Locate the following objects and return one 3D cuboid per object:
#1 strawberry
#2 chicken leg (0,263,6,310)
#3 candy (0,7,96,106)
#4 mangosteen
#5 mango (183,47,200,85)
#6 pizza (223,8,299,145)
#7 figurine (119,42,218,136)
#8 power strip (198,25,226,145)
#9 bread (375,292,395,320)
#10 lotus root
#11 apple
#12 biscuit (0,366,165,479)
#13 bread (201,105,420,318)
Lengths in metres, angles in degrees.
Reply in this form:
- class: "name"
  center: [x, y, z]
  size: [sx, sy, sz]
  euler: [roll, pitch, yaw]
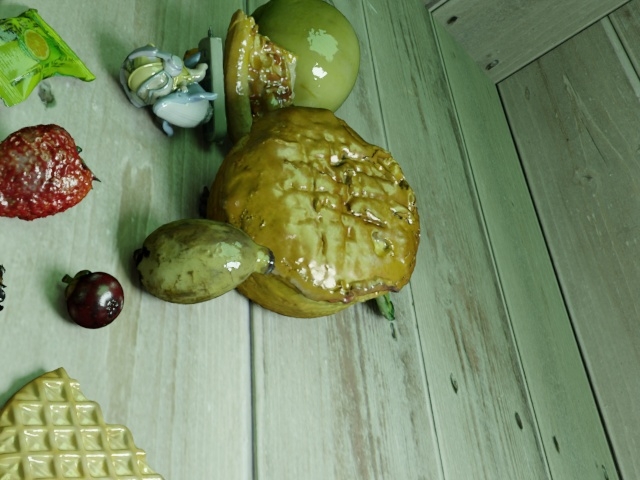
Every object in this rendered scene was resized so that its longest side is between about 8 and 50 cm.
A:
- class: "strawberry"
  center: [-0.380, -0.088, 1.091]
  size: [0.131, 0.131, 0.148]
  euler: [54, 26, -10]
- class: "chicken leg"
  center: [-0.471, 0.009, 0.930]
  size: [0.253, 0.051, 0.106]
  euler: [44, 26, -26]
- class: "candy"
  center: [-0.443, -0.287, 1.240]
  size: [0.149, 0.069, 0.246]
  euler: [52, 28, -9]
- class: "mangosteen"
  center: [-0.307, 0.080, 1.105]
  size: [0.081, 0.081, 0.081]
  euler: [39, 34, -33]
- class: "mango"
  center: [-0.210, -0.307, 1.640]
  size: [0.190, 0.075, 0.098]
  euler: [52, 35, -28]
- class: "pizza"
  center: [-0.110, -0.275, 1.606]
  size: [0.182, 0.074, 0.365]
  euler: [-19, 118, -31]
- class: "figurine"
  center: [-0.270, -0.279, 1.466]
  size: [0.184, 0.128, 0.208]
  euler: [42, 24, -25]
- class: "power strip"
  center: [-0.206, -0.294, 1.548]
  size: [0.029, 0.080, 0.227]
  euler: [-5, 95, -23]
- class: "bread"
  center: [0.121, 0.068, 1.784]
  size: [0.228, 0.033, 0.228]
  euler: [-16, 90, -82]
- class: "lotus root"
  center: [-0.178, 0.027, 1.254]
  size: [0.138, 0.214, 0.138]
  euler: [173, -90, -81]
- class: "apple"
  center: [-0.059, -0.392, 1.780]
  size: [0.254, 0.292, 0.292]
  euler: [36, 35, -29]
- class: "biscuit"
  center: [-0.268, 0.293, 0.931]
  size: [0.309, 0.040, 0.204]
  euler: [48, 31, 7]
- class: "bread"
  center: [-0.010, -0.039, 1.454]
  size: [0.398, 0.215, 0.398]
  euler: [15, 60, -28]
